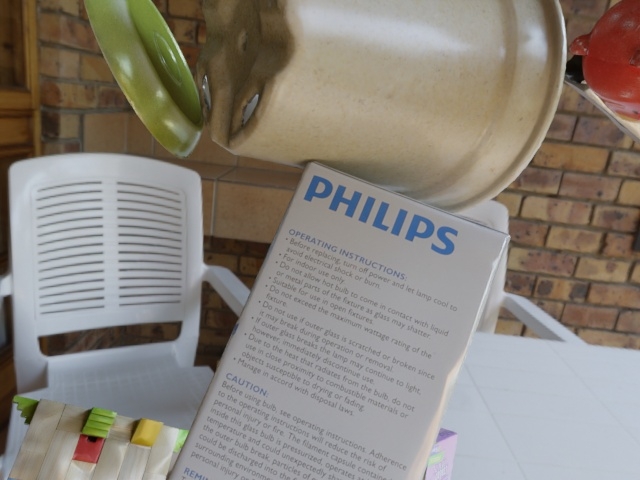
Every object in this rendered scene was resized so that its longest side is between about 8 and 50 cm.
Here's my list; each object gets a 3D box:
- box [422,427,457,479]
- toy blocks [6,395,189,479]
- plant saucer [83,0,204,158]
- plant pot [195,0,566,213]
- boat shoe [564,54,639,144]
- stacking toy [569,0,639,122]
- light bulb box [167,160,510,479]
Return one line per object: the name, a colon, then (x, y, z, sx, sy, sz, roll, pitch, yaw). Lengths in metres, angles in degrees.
box: (0.153, 0.463, 1.073, 0.242, 0.118, 0.213, 8, -8, 32)
toy blocks: (-0.475, 0.492, 0.978, 0.381, 0.261, 0.190, 23, -32, -22)
plant saucer: (-0.206, -0.223, 0.604, 0.037, 0.241, 0.241, -21, 15, 4)
plant pot: (0.038, -0.197, 0.550, 0.305, 0.334, 0.333, -2, 18, -33)
boat shoe: (0.583, -0.250, 0.815, 0.340, 0.158, 0.127, 27, 29, -23)
stacking toy: (0.326, -0.059, 0.335, 0.130, 0.280, 0.309, -15, 21, -13)
light bulb box: (0.024, 0.148, 0.615, 0.225, 0.362, 0.358, 22, -9, 5)
